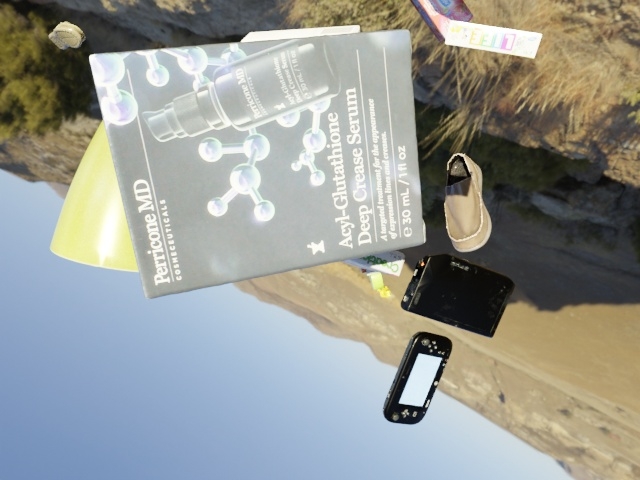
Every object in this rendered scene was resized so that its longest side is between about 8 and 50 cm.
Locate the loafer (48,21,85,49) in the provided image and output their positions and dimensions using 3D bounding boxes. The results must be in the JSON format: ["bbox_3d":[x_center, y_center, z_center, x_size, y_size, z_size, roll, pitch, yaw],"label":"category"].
[{"bbox_3d":[-0.601,-0.494,1.028,0.148,0.050,0.056,16,160,38],"label":"loafer"}]

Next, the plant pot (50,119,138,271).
[{"bbox_3d":[-0.349,-0.111,0.847,0.274,0.294,0.275,12,-175,-1],"label":"plant pot"}]

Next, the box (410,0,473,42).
[{"bbox_3d":[0.422,-0.867,1.569,0.257,0.122,0.128,49,-164,-13],"label":"box"}]

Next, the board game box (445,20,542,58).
[{"bbox_3d":[0.223,-0.263,0.565,0.103,0.026,0.154,16,-152,14],"label":"board game box"}]

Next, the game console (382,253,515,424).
[{"bbox_3d":[0.240,0.211,0.876,0.213,0.362,0.044,19,-174,-17],"label":"game console"}]

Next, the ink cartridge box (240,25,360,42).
[{"bbox_3d":[-0.033,-0.403,1.120,0.296,0.066,0.261,7,137,20],"label":"ink cartridge box"}]

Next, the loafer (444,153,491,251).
[{"bbox_3d":[0.444,-0.129,1.375,0.133,0.366,0.130,-22,136,33],"label":"loafer"}]

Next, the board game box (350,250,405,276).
[{"bbox_3d":[0.000,0.000,0.914,0.305,0.053,0.193,20,176,-21],"label":"board game box"}]

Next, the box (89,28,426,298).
[{"bbox_3d":[-0.076,-0.119,0.638,0.395,0.294,0.212,-11,-166,-12],"label":"box"}]

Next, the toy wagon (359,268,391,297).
[{"bbox_3d":[0.121,-0.003,1.189,0.267,0.068,0.345,-78,-26,-86],"label":"toy wagon"}]
